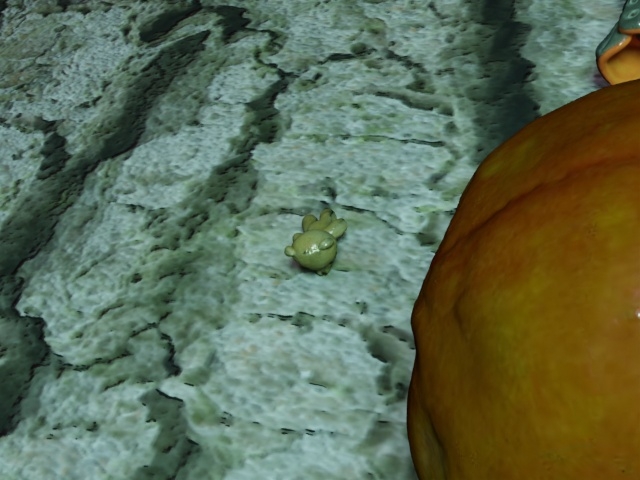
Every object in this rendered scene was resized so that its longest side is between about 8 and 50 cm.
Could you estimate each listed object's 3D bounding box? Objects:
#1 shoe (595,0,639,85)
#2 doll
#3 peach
[{"bbox_3d":[0.363,-0.228,0.791,0.171,0.132,0.336,-24,48,12],"label":"shoe"},{"bbox_3d":[-0.004,-0.007,0.773,0.062,0.051,0.093,-18,44,15],"label":"doll"},{"bbox_3d":[0.201,0.072,0.435,0.302,0.342,0.342,17,55,5],"label":"peach"}]
